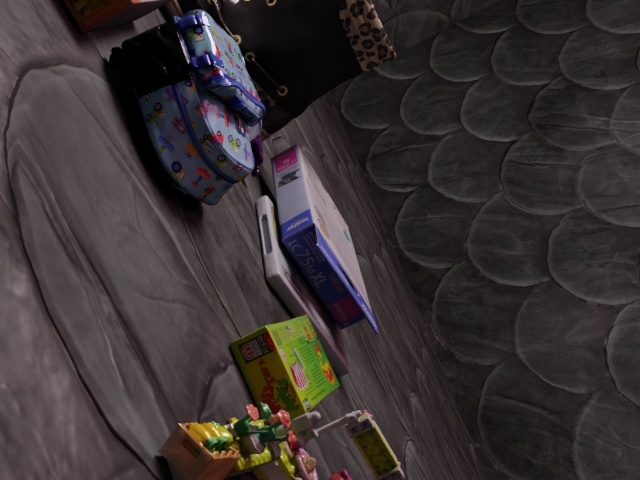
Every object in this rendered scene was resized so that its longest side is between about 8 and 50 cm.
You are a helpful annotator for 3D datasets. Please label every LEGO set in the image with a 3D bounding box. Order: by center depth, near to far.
[{"bbox_3d":[-0.009,0.181,0.624,0.287,0.107,0.132,56,12,-38],"label":"LEGO set"}]

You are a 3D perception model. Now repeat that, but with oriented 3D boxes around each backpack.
[{"bbox_3d":[-0.126,-0.132,0.831,0.173,0.117,0.158,69,11,18],"label":"backpack"}]

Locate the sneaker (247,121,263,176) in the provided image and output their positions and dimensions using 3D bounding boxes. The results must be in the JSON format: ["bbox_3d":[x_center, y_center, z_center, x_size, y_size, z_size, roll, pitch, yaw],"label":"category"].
[{"bbox_3d":[-0.125,-0.173,1.061,0.223,0.083,0.098,48,23,-61],"label":"sneaker"}]

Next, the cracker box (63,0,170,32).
[{"bbox_3d":[-0.242,-0.316,0.846,0.155,0.067,0.232,61,10,-16],"label":"cracker box"}]

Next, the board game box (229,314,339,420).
[{"bbox_3d":[-0.033,0.133,0.827,0.092,0.043,0.181,65,10,7],"label":"board game box"}]

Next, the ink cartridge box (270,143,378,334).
[{"bbox_3d":[0.000,0.000,1.175,0.185,0.065,0.311,57,8,-31],"label":"ink cartridge box"}]

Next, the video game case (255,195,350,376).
[{"bbox_3d":[-0.027,0.064,1.120,0.212,0.023,0.193,56,12,-34],"label":"video game case"}]

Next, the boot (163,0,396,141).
[{"bbox_3d":[-0.079,-0.367,1.199,0.377,0.284,0.138,63,9,-10],"label":"boot"}]
